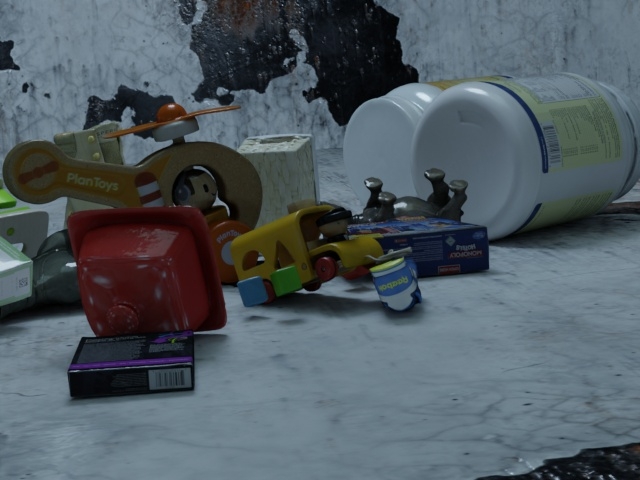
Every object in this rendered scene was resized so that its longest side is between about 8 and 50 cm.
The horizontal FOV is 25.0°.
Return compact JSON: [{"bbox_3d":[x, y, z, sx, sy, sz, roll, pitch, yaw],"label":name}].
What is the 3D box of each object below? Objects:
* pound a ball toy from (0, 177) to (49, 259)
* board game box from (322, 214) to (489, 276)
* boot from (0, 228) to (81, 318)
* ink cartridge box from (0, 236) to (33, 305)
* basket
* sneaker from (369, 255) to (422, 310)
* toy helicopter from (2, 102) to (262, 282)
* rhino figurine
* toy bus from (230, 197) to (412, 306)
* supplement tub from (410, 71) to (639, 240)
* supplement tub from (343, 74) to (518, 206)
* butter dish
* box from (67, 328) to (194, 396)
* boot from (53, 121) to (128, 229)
[{"bbox_3d":[-0.504,0.032,1.889,0.208,0.136,0.319,32,31,35],"label":"pound a ball toy"},{"bbox_3d":[0.106,0.007,1.926,0.194,0.060,0.194,-5,7,-8],"label":"board game box"},{"bbox_3d":[-0.378,0.045,1.832,0.161,0.083,0.246,-13,9,-20],"label":"boot"},{"bbox_3d":[-0.476,0.042,1.662,0.235,0.056,0.171,-19,39,-40],"label":"ink cartridge box"},{"bbox_3d":[-0.066,-0.072,2.203,0.113,0.167,0.103,-2,15,12],"label":"basket"},{"bbox_3d":[0.088,0.053,1.651,0.053,0.059,0.144,-23,-5,9],"label":"sneaker"},{"bbox_3d":[-0.236,-0.083,1.882,0.355,0.235,0.140,10,1,-29],"label":"toy helicopter"},{"bbox_3d":[0.090,-0.032,2.064,0.243,0.106,0.073,-8,37,-3],"label":"rhino figurine"},{"bbox_3d":[-0.012,0.004,1.714,0.202,0.104,0.191,-18,-5,-6],"label":"toy bus"},{"bbox_3d":[0.322,-0.133,2.186,0.325,0.235,0.235,-11,11,-43],"label":"supplement tub"},{"bbox_3d":[0.217,-0.155,2.406,0.316,0.228,0.228,-10,10,-39],"label":"supplement tub"},{"bbox_3d":[-0.194,0.055,1.518,0.160,0.160,0.118,-2,31,13],"label":"butter dish"},{"bbox_3d":[-0.179,0.117,1.397,0.116,0.029,0.162,-3,9,-4],"label":"box"},{"bbox_3d":[-0.302,-0.079,2.194,0.262,0.203,0.095,1,10,40],"label":"boot"}]
